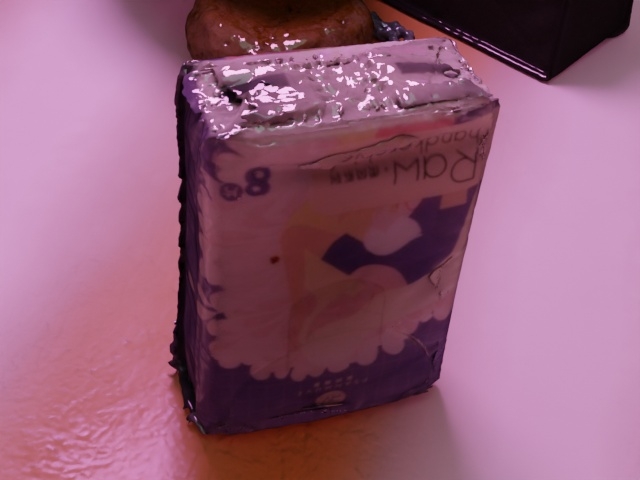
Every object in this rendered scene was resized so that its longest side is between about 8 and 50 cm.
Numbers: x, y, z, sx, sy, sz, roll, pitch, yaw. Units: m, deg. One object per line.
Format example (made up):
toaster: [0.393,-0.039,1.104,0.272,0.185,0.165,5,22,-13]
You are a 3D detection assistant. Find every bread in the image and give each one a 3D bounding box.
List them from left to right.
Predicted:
bread: [-0.052,-0.235,1.466,0.230,0.123,0.230,2,42,-2]

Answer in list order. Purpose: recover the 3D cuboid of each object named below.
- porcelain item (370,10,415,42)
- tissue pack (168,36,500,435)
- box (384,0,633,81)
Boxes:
porcelain item: [0.090,-0.272,1.599,0.036,0.028,0.083,-39,58,-20]
tissue pack: [0.000,0.000,1.036,0.242,0.344,0.125,-9,42,-17]
box: [0.239,-0.417,1.613,0.345,0.251,0.204,32,47,26]
